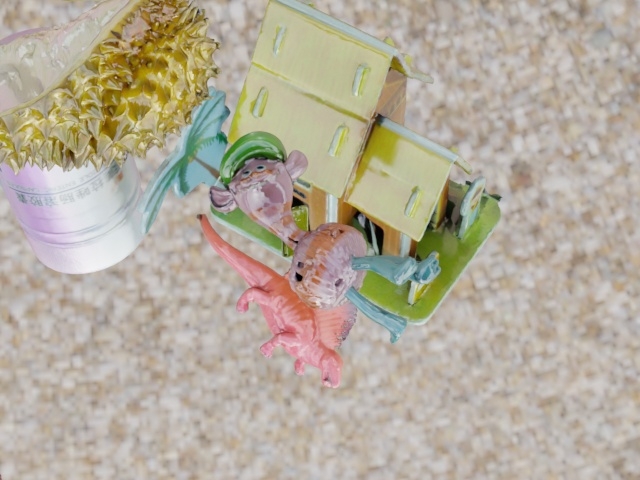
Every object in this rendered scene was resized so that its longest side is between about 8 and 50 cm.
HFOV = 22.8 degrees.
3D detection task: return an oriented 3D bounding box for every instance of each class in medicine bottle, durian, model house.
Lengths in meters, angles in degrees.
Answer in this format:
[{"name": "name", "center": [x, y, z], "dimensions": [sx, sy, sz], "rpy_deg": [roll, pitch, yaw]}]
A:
[{"name": "medicine bottle", "center": [-0.290, -0.096, 1.781], "dimensions": [0.152, 0.152, 0.254], "rpy_deg": [-12, 137, 1]}, {"name": "durian", "center": [-0.195, -0.116, 1.300], "dimensions": [0.250, 0.183, 0.138], "rpy_deg": [-12, 136, 30]}, {"name": "model house", "center": [0.007, -0.076, 1.721], "dimensions": [0.300, 0.340, 0.323], "rpy_deg": [28, 149, 19]}]

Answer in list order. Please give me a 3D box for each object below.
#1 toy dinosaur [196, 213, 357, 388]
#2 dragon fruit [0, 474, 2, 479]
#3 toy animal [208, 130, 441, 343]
[{"name": "toy dinosaur", "center": [-0.038, 0.053, 1.995], "dimensions": [0.139, 0.286, 0.070], "rpy_deg": [-36, 170, 25]}, {"name": "dragon fruit", "center": [-0.267, 0.294, 1.005], "dimensions": [0.274, 0.161, 0.126], "rpy_deg": [-33, 140, -19]}, {"name": "toy animal", "center": [0.000, 0.000, 1.266], "dimensions": [0.100, 0.208, 0.103], "rpy_deg": [-49, 148, -10]}]
